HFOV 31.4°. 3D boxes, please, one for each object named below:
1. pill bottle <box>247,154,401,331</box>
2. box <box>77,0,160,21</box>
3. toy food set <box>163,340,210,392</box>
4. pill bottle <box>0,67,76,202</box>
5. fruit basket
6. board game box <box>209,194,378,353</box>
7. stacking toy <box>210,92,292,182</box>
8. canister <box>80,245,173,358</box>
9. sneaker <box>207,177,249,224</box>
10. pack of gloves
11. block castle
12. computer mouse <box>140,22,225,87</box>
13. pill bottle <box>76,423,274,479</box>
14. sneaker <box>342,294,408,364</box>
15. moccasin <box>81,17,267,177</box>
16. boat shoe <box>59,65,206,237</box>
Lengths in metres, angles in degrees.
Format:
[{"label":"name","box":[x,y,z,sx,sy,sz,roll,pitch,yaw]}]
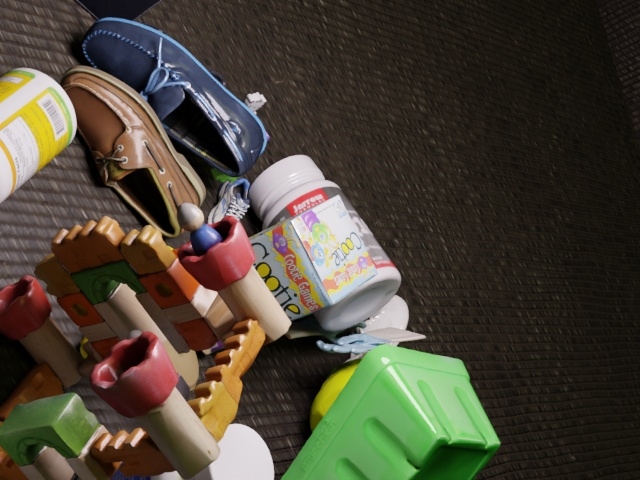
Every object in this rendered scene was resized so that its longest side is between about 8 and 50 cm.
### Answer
[{"label":"pill bottle","box":[0.000,0.000,1.956,0.161,0.161,0.283,-3,52,-50]},{"label":"box","box":[-0.251,-0.563,1.867,0.179,0.343,0.313,42,43,-27]},{"label":"toy food set","box":[-0.226,0.179,1.723,0.132,0.038,0.192,59,18,-21]},{"label":"pill bottle","box":[-0.456,-0.127,1.561,0.136,0.136,0.246,54,39,-15]},{"label":"fruit basket","box":[0.069,0.312,1.839,0.283,0.392,0.392,16,59,-45]},{"label":"board game box","box":[-0.075,0.056,1.801,0.144,0.275,0.142,-30,95,-52]},{"label":"stacking toy","box":[-0.140,-0.183,1.994,0.221,0.052,0.167,-6,57,-50]},{"label":"canister","box":[-0.271,0.097,1.672,0.073,0.126,0.170,43,41,-26]},{"label":"sneaker","box":[-0.152,-0.054,1.945,0.052,0.058,0.135,34,48,-34]},{"label":"pack of gloves","box":[0.035,0.176,1.963,0.232,0.195,0.046,-4,103,-50]},{"label":"block castle","box":[-0.287,0.131,1.373,0.213,0.453,0.303,57,39,-23]},{"label":"computer mouse","box":[-0.256,-0.308,1.982,0.242,0.041,0.071,28,60,-47]},{"label":"pill bottle","box":[-0.194,0.331,1.517,0.152,0.272,0.152,25,53,-39]},{"label":"sneaker","box":[0.097,0.170,2.115,0.094,0.080,0.212,36,47,-16]},{"label":"moccasin","box":[-0.233,-0.231,1.825,0.342,0.138,0.117,32,41,-11]},{"label":"boat shoe","box":[-0.297,-0.136,1.774,0.307,0.110,0.104,47,41,-23]}]
